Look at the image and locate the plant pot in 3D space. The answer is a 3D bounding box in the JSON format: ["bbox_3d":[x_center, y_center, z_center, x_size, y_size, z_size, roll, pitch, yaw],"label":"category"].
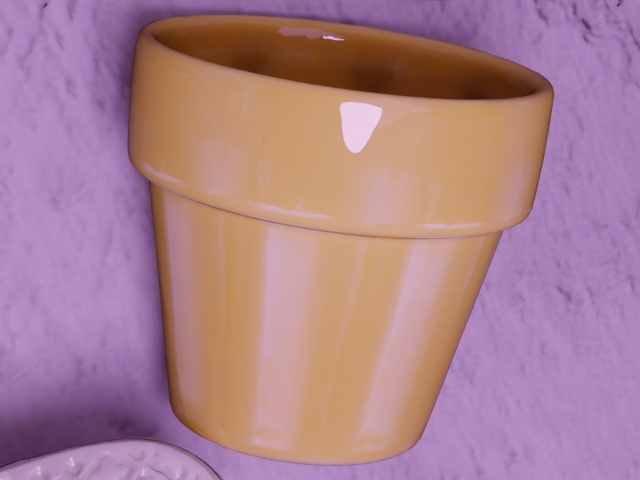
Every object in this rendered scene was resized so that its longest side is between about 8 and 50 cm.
[{"bbox_3d":[0.000,0.000,1.172,0.254,0.254,0.239,2,105,-25],"label":"plant pot"}]

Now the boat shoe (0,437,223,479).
[{"bbox_3d":[-0.287,0.231,1.073,0.500,0.156,0.187,-12,70,-10],"label":"boat shoe"}]
